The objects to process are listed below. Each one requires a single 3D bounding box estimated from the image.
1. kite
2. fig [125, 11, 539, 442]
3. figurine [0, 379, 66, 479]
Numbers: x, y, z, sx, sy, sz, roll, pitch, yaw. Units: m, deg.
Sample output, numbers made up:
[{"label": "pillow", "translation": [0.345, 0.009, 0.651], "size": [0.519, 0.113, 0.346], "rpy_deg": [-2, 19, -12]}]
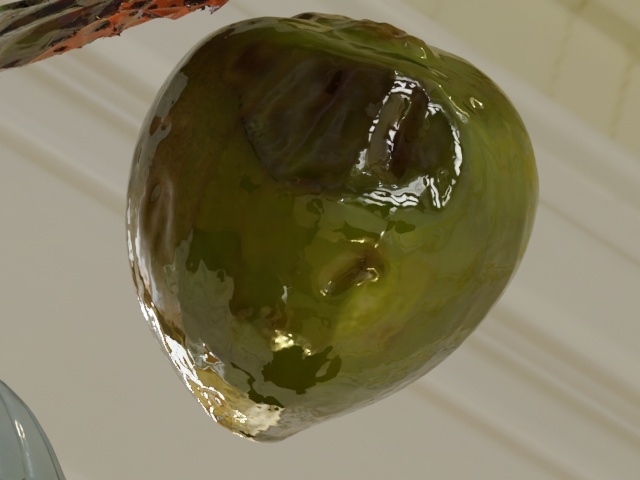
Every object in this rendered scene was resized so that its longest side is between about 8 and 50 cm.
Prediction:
[{"label": "kite", "translation": [-0.079, -0.040, 0.423], "size": [0.222, 0.008, 0.125], "rpy_deg": [-21, -164, 3]}, {"label": "fig", "translation": [0.000, 0.000, 1.181], "size": [0.239, 0.239, 0.271], "rpy_deg": [-96, -160, -68]}, {"label": "figurine", "translation": [-0.125, 0.072, 0.589], "size": [0.086, 0.094, 0.082], "rpy_deg": [36, -86, 37]}]
